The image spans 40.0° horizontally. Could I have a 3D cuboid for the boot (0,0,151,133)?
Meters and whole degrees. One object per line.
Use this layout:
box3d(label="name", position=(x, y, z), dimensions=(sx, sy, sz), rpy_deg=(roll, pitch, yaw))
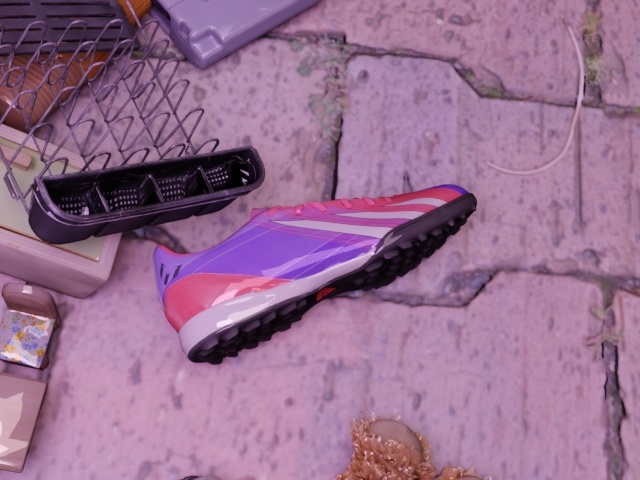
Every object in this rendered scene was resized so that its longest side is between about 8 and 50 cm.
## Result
box3d(label="boot", position=(-0.335, -0.251, 0.864), dimensions=(0.295, 0.104, 0.211), rpy_deg=(32, 61, -3))

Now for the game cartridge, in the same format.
box3d(label="game cartridge", position=(-0.138, -0.341, 0.955), dimensions=(0.198, 0.062, 0.297), rpy_deg=(-34, 79, -25))

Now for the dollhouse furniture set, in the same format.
box3d(label="dollhouse furniture set", position=(-0.343, 0.115, 0.676), dimensions=(0.242, 0.161, 0.212), rpy_deg=(13, 67, -6))

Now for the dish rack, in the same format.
box3d(label="dish rack", position=(-0.194, -0.127, 0.752), dimensions=(0.208, 0.074, 0.271), rpy_deg=(-14, 69, -44))

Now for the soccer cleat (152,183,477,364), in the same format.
box3d(label="soccer cleat", position=(0.000, 0.000, 0.823), dimensions=(0.318, 0.108, 0.116), rpy_deg=(-25, 72, -16))

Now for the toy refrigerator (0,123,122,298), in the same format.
box3d(label="toy refrigerator", position=(-0.302, -0.047, 0.740), dimensions=(0.269, 0.094, 0.102), rpy_deg=(22, 65, -23))

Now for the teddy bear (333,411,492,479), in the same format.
box3d(label="teddy bear", position=(0.032, 0.301, 0.718), dimensions=(0.245, 0.113, 0.338), rpy_deg=(24, 58, -12))

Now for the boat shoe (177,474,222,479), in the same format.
box3d(label="boat shoe", position=(-0.111, 0.299, 0.718), dimensions=(0.065, 0.075, 0.206), rpy_deg=(-11, 71, 31))
